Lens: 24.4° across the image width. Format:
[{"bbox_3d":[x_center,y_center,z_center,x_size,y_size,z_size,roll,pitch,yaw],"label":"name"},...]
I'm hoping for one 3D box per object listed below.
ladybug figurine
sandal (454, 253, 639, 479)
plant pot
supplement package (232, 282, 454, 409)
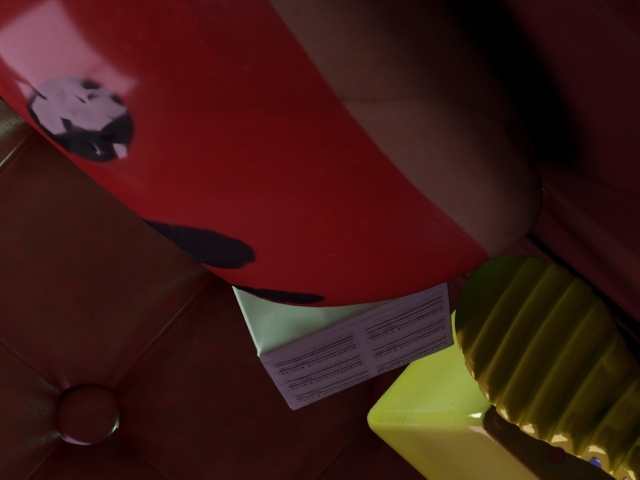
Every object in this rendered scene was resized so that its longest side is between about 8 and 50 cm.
[{"bbox_3d":[-0.046,-0.089,0.707,0.305,0.162,0.449,43,180,26],"label":"ladybug figurine"},{"bbox_3d":[0.235,0.134,1.170,0.317,0.126,0.138,44,-175,23],"label":"sandal"},{"bbox_3d":[0.205,0.154,1.329,0.212,0.212,0.187,43,168,-7],"label":"plant pot"},{"bbox_3d":[0.000,0.000,1.142,0.203,0.149,0.194,71,177,-72],"label":"supplement package"}]
